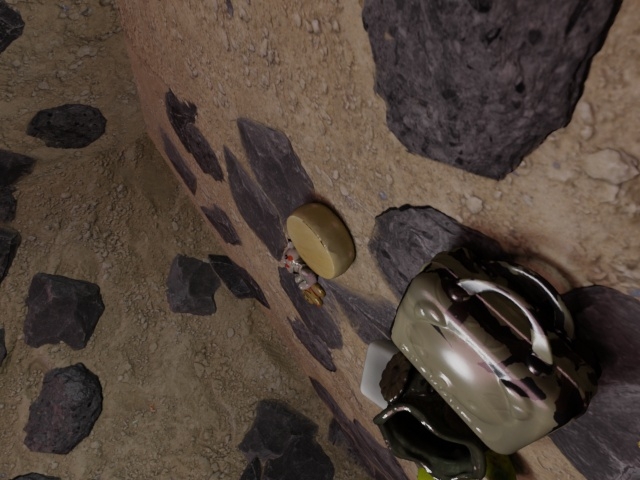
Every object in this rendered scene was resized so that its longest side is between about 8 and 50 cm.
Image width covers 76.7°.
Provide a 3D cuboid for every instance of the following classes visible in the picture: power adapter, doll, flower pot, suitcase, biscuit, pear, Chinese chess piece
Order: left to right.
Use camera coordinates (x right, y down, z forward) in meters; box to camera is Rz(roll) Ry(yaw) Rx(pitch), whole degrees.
[{"bbox_3d":[-0.077,0.093,1.556,0.192,0.095,0.149,45,149,33],"label":"doll"},{"bbox_3d":[-0.040,0.216,1.729,0.153,0.030,0.234,55,158,11],"label":"biscuit"},{"bbox_3d":[0.000,0.000,1.261,0.251,0.097,0.251,45,156,27],"label":"Chinese chess piece"},{"bbox_3d":[0.216,0.414,1.249,0.255,0.124,0.187,9,87,62],"label":"power adapter"},{"bbox_3d":[0.279,0.405,0.971,0.301,0.213,0.302,22,138,21],"label":"flower pot"},{"bbox_3d":[0.395,0.654,1.112,0.164,0.238,0.255,57,161,17],"label":"pear"},{"bbox_3d":[0.297,0.185,0.741,0.351,0.193,0.339,46,149,27],"label":"suitcase"}]

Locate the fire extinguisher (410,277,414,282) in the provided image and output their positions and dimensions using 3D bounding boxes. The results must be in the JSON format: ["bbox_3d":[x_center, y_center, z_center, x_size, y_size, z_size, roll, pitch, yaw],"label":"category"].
[{"bbox_3d":[0.252,0.107,0.969,0.083,0.022,0.028,18,106,58],"label":"fire extinguisher"}]

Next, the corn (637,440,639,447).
[{"bbox_3d":[0.553,0.350,0.636,0.092,0.037,0.037,44,155,36],"label":"corn"}]
